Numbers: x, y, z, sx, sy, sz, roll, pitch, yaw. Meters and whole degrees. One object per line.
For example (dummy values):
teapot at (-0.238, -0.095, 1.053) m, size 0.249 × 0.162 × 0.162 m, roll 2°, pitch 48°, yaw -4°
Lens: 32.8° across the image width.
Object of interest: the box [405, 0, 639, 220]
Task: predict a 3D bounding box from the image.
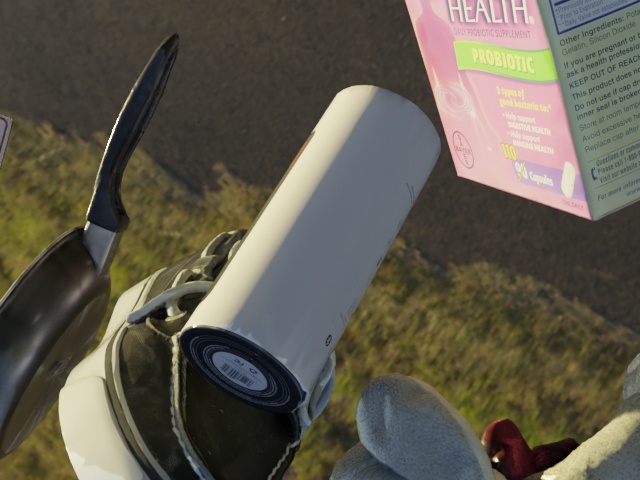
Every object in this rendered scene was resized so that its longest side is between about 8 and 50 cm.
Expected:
box at (0.169, -0.162, 0.835) m, size 0.213 × 0.117 × 0.243 m, roll 32°, pitch 143°, yaw 66°

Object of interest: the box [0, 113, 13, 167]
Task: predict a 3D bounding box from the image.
box at (-0.436, -0.011, 1.094) m, size 0.087 × 0.289 × 0.169 m, roll 5°, pitch 170°, yaw 44°

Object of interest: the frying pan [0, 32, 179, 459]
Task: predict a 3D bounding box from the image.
frying pan at (-0.172, 0.027, 0.777) m, size 0.053 × 0.326 × 0.197 m, roll 31°, pitch 163°, yaw 2°

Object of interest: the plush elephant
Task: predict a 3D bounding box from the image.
plush elephant at (0.113, 0.197, 0.779) m, size 0.255 × 0.330 × 0.271 m, roll 30°, pitch 118°, yaw -2°

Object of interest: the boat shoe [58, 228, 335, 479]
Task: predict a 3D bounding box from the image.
boat shoe at (-0.046, 0.066, 0.552) m, size 0.113 × 0.105 × 0.306 m, roll 51°, pitch -173°, yaw -10°

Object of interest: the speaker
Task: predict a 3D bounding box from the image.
speaker at (0.000, 0.000, 0.443) m, size 0.055 × 0.136 × 0.055 m, roll 22°, pitch 148°, yaw 15°
